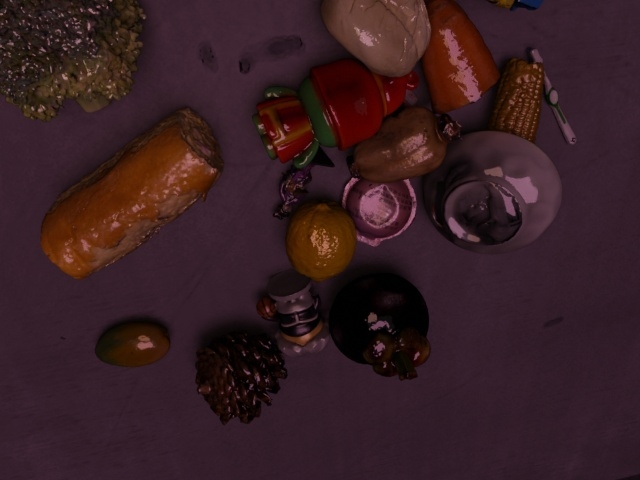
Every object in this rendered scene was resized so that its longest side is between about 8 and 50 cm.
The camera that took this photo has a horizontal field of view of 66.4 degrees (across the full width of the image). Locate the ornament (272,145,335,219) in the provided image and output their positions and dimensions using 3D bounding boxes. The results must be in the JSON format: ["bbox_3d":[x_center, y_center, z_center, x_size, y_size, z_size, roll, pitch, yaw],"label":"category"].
[{"bbox_3d":[-0.051,-0.132,1.157,0.081,0.088,0.203,-5,137,-38],"label":"ornament"}]

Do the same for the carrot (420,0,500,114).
[{"bbox_3d":[0.267,-0.399,1.026,0.159,0.159,0.225,-32,117,6],"label":"carrot"}]

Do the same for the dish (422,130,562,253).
[{"bbox_3d":[0.385,-0.085,1.149,0.324,0.124,0.324,16,129,20],"label":"dish"}]

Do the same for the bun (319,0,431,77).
[{"bbox_3d":[0.114,-0.433,0.937,0.229,0.229,0.145,26,131,-25],"label":"bun"}]

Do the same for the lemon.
[{"bbox_3d":[-0.001,-0.002,1.179,0.181,0.180,0.193,-25,125,2],"label":"lemon"}]

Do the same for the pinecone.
[{"bbox_3d":[-0.205,0.356,1.304,0.257,0.243,0.243,-16,122,-14],"label":"pinecone"}]

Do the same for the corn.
[{"bbox_3d":[0.454,-0.248,1.174,0.120,0.120,0.363,-5,118,-10],"label":"corn"}]

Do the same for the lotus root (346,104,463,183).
[{"bbox_3d":[0.182,-0.211,1.086,0.257,0.140,0.154,-18,102,16],"label":"lotus root"}]

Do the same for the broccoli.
[{"bbox_3d":[-0.440,-0.339,0.843,0.288,0.235,0.259,-21,123,-5],"label":"broccoli"}]

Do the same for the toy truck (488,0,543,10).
[{"bbox_3d":[0.264,-0.558,0.921,0.385,0.162,0.161,8,117,-18],"label":"toy truck"}]

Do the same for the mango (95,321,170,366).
[{"bbox_3d":[-0.493,0.274,1.280,0.195,0.092,0.130,-15,124,6],"label":"mango"}]

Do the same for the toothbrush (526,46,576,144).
[{"bbox_3d":[0.569,-0.344,1.194,0.030,0.030,0.304,-38,121,10],"label":"toothbrush"}]

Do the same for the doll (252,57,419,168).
[{"bbox_3d":[0.041,-0.283,1.020,0.363,0.160,0.182,-22,82,-9],"label":"doll"}]

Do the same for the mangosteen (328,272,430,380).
[{"bbox_3d":[0.168,0.235,1.277,0.275,0.302,0.275,-15,136,-15],"label":"mangosteen"}]

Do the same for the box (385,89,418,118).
[{"bbox_3d":[0.182,-0.312,1.133,0.046,0.012,0.083,38,107,-27],"label":"box"}]

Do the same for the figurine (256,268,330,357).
[{"bbox_3d":[-0.068,0.209,1.311,0.176,0.133,0.236,-14,120,6],"label":"figurine"}]

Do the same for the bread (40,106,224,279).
[{"bbox_3d":[-0.373,-0.097,0.999,0.375,0.236,0.165,-35,123,8],"label":"bread"}]

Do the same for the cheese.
[{"bbox_3d":[0.155,-0.123,1.191,0.189,0.074,0.286,17,104,2],"label":"cheese"}]
